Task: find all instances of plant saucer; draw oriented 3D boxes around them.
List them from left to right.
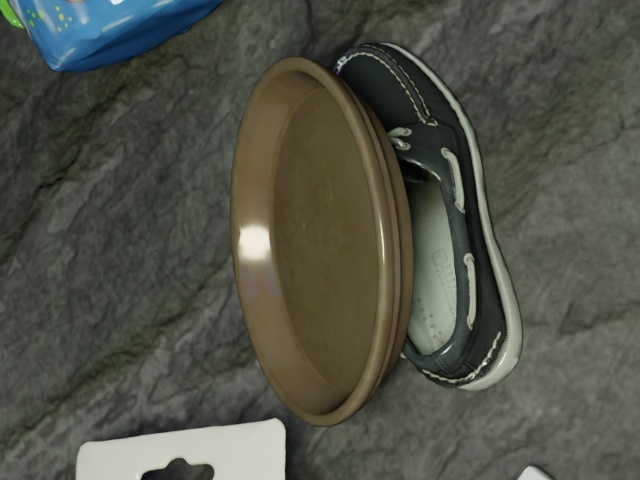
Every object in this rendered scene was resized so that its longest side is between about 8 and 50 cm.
[{"bbox_3d":[0.000,0.000,1.381,0.278,0.041,0.277,174,90,-65],"label":"plant saucer"}]

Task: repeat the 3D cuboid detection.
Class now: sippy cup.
[{"bbox_3d":[-0.192,-0.269,1.536,0.240,0.305,0.224,-24,88,3],"label":"sippy cup"}]

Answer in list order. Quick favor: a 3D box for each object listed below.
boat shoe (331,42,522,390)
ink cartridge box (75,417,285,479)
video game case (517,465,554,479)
[{"bbox_3d":[0.067,-0.032,1.396,0.114,0.091,0.302,-34,62,20],"label":"boat shoe"},{"bbox_3d":[-0.075,0.322,1.375,0.207,0.119,0.353,-10,74,30],"label":"ink cartridge box"},{"bbox_3d":[0.158,0.285,1.298,0.173,0.022,0.190,38,99,33],"label":"video game case"}]
